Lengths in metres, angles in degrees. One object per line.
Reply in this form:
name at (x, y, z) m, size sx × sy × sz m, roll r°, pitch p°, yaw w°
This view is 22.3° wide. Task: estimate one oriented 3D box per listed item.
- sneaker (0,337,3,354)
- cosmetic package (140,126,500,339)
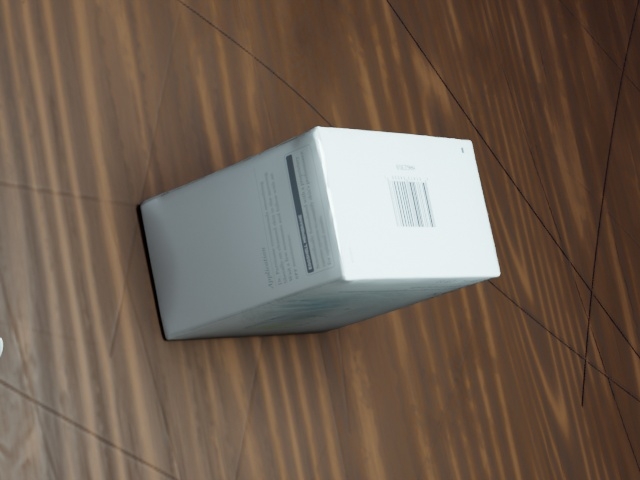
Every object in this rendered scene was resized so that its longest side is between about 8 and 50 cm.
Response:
sneaker at (-0.313, 0.052, 1.217) m, size 0.166 × 0.065 × 0.076 m, roll 48°, pitch 47°, yaw -21°
cosmetic package at (0.000, 0.000, 1.469) m, size 0.224 × 0.225 × 0.138 m, roll 0°, pitch 75°, yaw -49°
